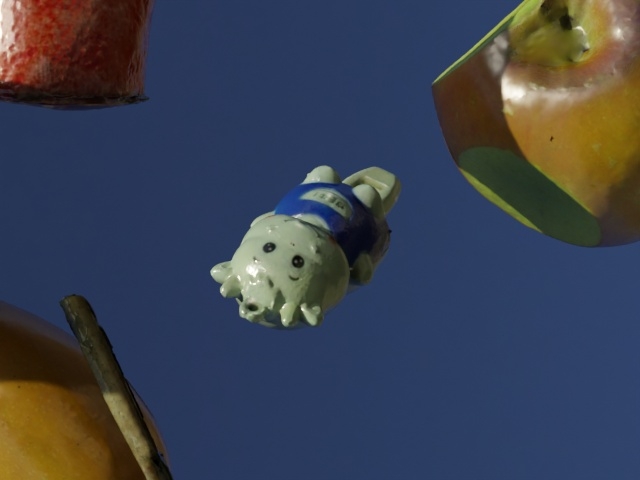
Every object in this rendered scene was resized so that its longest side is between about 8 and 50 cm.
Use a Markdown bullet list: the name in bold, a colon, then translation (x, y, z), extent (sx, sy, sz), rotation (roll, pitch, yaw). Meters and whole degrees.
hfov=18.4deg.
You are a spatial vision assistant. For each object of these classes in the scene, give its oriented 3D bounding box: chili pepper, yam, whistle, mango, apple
- **chili pepper**: translation (-0.117, -0.149, 0.927), extent (0.086, 0.084, 0.192), rotation (20, -110, -58)
- **yam**: translation (-0.092, 0.071, 0.905), extent (0.014, 0.014, 0.107), rotation (-21, -98, -42)
- **whistle**: translation (0.000, 0.000, 1.599), extent (0.244, 0.110, 0.092), rotation (-44, -28, -48)
- **mango**: translation (-0.150, 0.077, 0.971), extent (0.184, 0.102, 0.085), rotation (40, -111, 14)
- **apple**: translation (0.144, -0.082, 1.025), extent (0.146, 0.163, 0.147), rotation (-57, -17, -9)
